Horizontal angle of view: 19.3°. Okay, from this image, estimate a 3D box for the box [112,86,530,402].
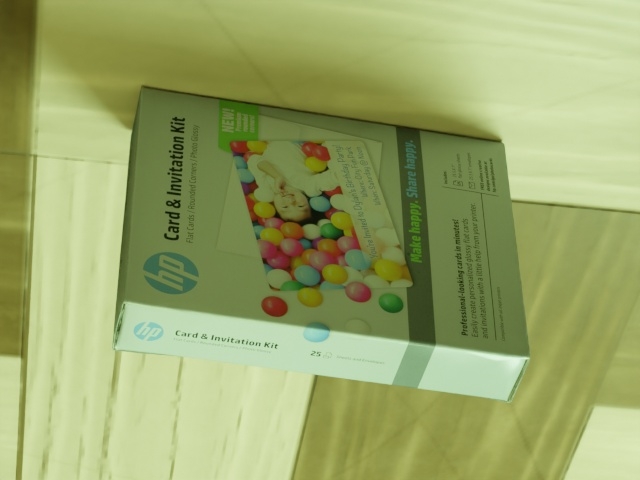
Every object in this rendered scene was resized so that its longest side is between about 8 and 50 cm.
[{"bbox_3d":[0.000,0.000,0.891,0.186,0.145,0.038,8,135,-8],"label":"box"}]
